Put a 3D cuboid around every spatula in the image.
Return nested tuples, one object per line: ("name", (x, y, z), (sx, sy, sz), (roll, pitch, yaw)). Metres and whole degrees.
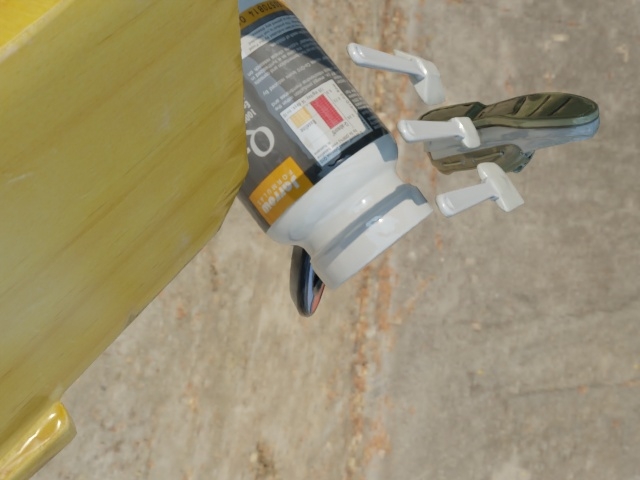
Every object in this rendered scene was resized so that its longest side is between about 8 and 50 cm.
("spatula", (0.091, -0.088, 0.687), (0.168, 0.019, 0.242), (61, 24, 6))

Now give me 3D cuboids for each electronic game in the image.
("electronic game", (0.000, 0.000, 1.282), (0.229, 0.048, 0.229), (11, 90, -82))

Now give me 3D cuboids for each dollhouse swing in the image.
("dollhouse swing", (-0.244, -0.033, 0.464), (0.347, 0.315, 0.305), (94, 19, -63))

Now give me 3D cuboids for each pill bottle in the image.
("pill bottle", (-0.024, -0.097, 0.874), (0.278, 0.162, 0.162), (52, 27, 5))

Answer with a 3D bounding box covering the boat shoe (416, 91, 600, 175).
("boat shoe", (0.299, -0.163, 1.379), (0.113, 0.302, 0.103), (-38, 120, -40))
